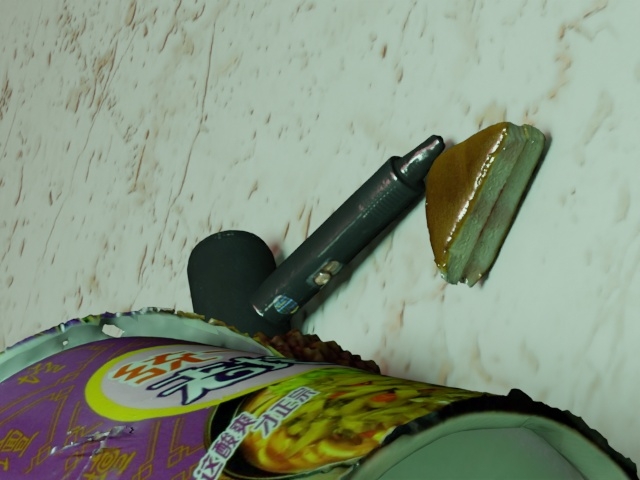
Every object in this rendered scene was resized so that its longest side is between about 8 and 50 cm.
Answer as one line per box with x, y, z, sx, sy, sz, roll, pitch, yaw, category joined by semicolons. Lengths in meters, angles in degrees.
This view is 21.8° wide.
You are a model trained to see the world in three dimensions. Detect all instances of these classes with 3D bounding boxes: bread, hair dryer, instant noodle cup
0.093;-0.030;1.030;0.062;0.043;0.109;40;112;54;bread
0.000;0.000;1.161;0.255;0.070;0.128;-45;41;28;hair dryer
-0.009;0.187;0.748;0.266;0.340;0.340;-8;70;50;instant noodle cup

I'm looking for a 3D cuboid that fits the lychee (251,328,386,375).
-0.027;0.146;1.022;0.188;0.188;0.188;-30;52;49;lychee
